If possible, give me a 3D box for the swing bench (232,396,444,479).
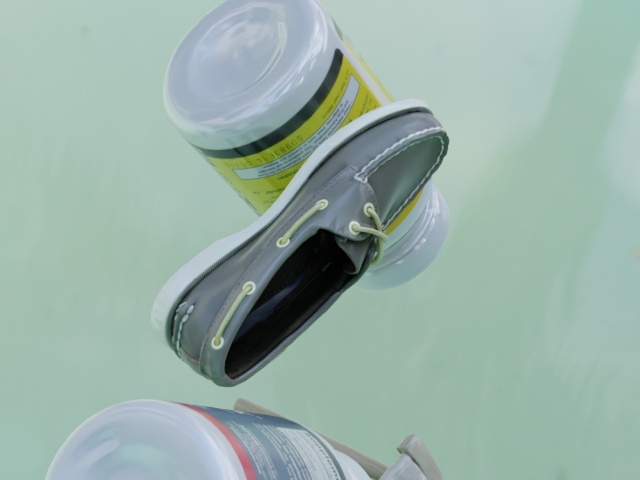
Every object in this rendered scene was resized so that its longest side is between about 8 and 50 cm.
[{"bbox_3d":[-0.031,0.311,1.508,0.254,0.165,0.253,8,46,44],"label":"swing bench"}]

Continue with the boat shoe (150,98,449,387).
[{"bbox_3d":[0.001,0.003,1.307,0.305,0.109,0.091,-41,51,-13],"label":"boat shoe"}]

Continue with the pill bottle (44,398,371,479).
[{"bbox_3d":[-0.043,0.136,0.761,0.108,0.108,0.180,41,9,26],"label":"pill bottle"}]

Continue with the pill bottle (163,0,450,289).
[{"bbox_3d":[0.000,-0.092,1.624,0.334,0.188,0.188,48,14,-44],"label":"pill bottle"}]
